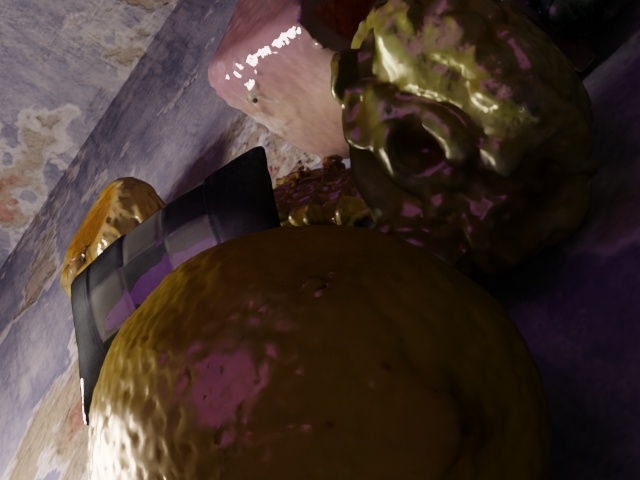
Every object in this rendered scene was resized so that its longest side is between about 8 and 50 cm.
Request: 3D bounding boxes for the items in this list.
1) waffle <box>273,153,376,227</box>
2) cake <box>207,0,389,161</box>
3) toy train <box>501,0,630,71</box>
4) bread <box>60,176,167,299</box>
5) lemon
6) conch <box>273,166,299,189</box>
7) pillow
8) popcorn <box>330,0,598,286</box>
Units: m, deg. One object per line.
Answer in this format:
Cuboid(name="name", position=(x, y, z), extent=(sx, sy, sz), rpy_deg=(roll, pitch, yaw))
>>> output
Cuboid(name="waffle", position=(0.030, -0.050, 1.146), extent=(0.228, 0.051, 0.231), rpy_deg=(-22, 16, -30))
Cuboid(name="cake", position=(0.033, -0.276, 1.341), extent=(0.230, 0.237, 0.309), rpy_deg=(-21, 43, 55))
Cuboid(name="toy train", position=(0.200, -0.267, 1.124), extent=(0.221, 0.150, 0.304), rpy_deg=(-50, 24, 32))
Cuboid(name="bread", position=(-0.332, 0.012, 1.839), extent=(0.244, 0.134, 0.244), rpy_deg=(-45, 28, 32))
Cuboid(name="lemon", position=(-0.003, 0.142, 0.775), extent=(0.336, 0.336, 0.336), rpy_deg=(-44, 26, 28))
Cuboid(name="conch", position=(-0.025, -0.055, 1.358), extent=(0.088, 0.065, 0.180), rpy_deg=(-52, -10, -18))
Cuboid(name="pillow", position=(-0.125, 0.038, 0.996), extent=(0.250, 0.106, 0.186), rpy_deg=(-35, 42, 15))
Cuboid(name="popcorn", position=(0.129, -0.083, 0.939), extent=(0.225, 0.173, 0.286), rpy_deg=(-12, 83, 44))
